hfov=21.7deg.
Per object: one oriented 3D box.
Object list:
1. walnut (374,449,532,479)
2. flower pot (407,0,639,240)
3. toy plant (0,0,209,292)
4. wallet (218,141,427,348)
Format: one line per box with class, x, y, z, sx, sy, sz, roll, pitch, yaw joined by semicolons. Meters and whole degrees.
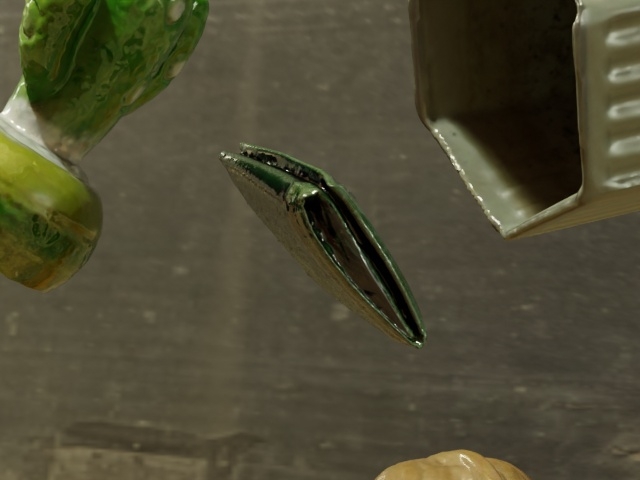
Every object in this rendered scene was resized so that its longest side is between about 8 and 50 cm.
walnut;0.102;0.225;1.190;0.166;0.166;0.149;55;142;22
flower pot;0.189;-0.126;1.096;0.239;0.190;0.209;59;152;35
toy plant;-0.219;-0.127;1.428;0.184;0.224;0.316;32;87;23
wallet;0.002;-0.002;1.347;0.055;0.236;0.160;-37;109;-7
